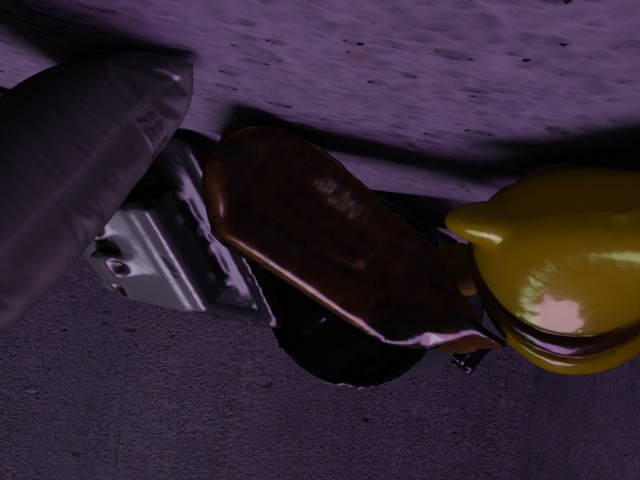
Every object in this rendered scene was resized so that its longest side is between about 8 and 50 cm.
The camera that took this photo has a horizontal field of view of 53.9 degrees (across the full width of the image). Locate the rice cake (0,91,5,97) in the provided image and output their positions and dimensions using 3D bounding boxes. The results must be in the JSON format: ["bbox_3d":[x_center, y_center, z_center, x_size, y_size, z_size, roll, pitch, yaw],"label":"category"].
[{"bbox_3d":[-0.272,-0.101,0.513,0.206,0.047,0.036,13,-179,-33],"label":"rice cake"}]

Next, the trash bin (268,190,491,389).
[{"bbox_3d":[0.081,0.067,0.803,0.277,0.217,0.262,36,-174,22],"label":"trash bin"}]

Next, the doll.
[{"bbox_3d":[0.187,0.014,0.405,0.199,0.145,0.363,16,168,-13],"label":"doll"}]

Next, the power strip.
[{"bbox_3d":[-0.188,0.003,0.666,0.251,0.092,0.257,2,132,27],"label":"power strip"}]

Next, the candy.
[{"bbox_3d":[0.021,0.012,0.495,0.271,0.101,0.143,38,170,-6],"label":"candy"}]

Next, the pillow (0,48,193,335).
[{"bbox_3d":[-0.183,-0.014,0.338,0.144,0.254,0.078,11,143,37],"label":"pillow"}]
